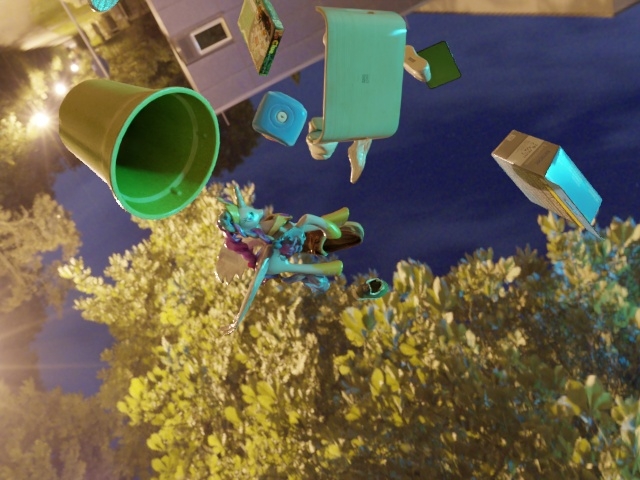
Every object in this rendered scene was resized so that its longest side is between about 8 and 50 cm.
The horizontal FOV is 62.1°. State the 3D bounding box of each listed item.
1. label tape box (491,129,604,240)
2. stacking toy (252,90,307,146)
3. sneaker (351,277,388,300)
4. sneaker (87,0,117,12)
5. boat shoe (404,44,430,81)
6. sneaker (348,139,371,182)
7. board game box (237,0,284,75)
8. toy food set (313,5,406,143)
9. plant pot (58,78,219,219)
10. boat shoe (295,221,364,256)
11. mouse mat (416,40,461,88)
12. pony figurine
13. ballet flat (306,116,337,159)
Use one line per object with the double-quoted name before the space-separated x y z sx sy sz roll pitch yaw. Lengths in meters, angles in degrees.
"label tape box" 0.664 -0.165 1.496 0.106 0.240 0.334 -47 -154 8
"stacking toy" -0.179 -0.446 2.047 0.166 0.175 0.302 -67 -165 -6
"sneaker" 0.203 0.171 1.914 0.192 0.064 0.086 -6 157 -47
"sneaker" -0.717 -0.846 1.765 0.091 0.094 0.258 -12 -125 35
"boat shoe" 0.289 -0.548 1.653 0.066 0.063 0.184 -36 -136 0
"sneaker" 0.107 -0.246 1.586 0.061 0.152 0.054 15 176 -2
"board game box" -0.162 -0.563 1.397 0.030 0.136 0.260 0 -131 -28
"toy food set" 0.083 -0.388 1.268 0.219 0.306 0.092 -10 -157 -29
"plant pot" -0.401 -0.219 1.119 0.253 0.276 0.276 27 -126 25
"boat shoe" 0.000 0.000 2.067 0.341 0.123 0.123 -3 -157 4
"mouse mat" 0.495 -0.741 2.256 0.152 0.190 0.007 -14 -137 32
"pony figurine" -0.129 0.039 1.368 0.363 0.351 0.303 8 -151 -27
"ballet flat" 0.006 -0.411 2.230 0.139 0.139 0.400 -21 -155 8
